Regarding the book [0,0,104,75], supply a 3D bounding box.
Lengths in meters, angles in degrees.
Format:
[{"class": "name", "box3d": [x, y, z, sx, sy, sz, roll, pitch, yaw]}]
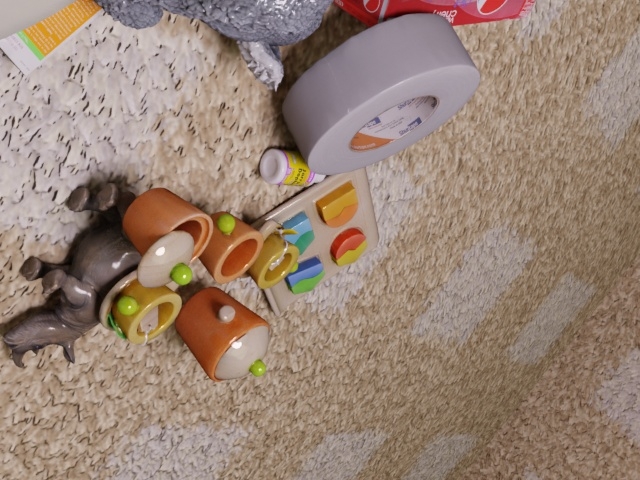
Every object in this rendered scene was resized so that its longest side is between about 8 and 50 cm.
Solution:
[{"class": "book", "box3d": [-0.220, -0.219, 0.610, 0.144, 0.035, 0.096, -43, 143, -10]}]

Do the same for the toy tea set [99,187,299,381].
[{"class": "toy tea set", "box3d": [-0.112, 0.064, 0.815, 0.200, 0.124, 0.336, -52, 158, 5]}]

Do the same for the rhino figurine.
[{"class": "rhino figurine", "box3d": [-0.254, 0.047, 0.793, 0.243, 0.073, 0.106, -53, 142, 9]}]

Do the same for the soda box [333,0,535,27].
[{"class": "soda box", "box3d": [0.144, -0.303, 0.858, 0.263, 0.092, 0.083, -16, 137, -36]}]

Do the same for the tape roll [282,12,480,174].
[{"class": "tape roll", "box3d": [0.069, -0.161, 0.851, 0.219, 0.072, 0.219, -25, 166, -6]}]

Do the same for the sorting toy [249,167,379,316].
[{"class": "sorting toy", "box3d": [0.000, 0.000, 1.044, 0.208, 0.038, 0.193, -37, 143, -16]}]

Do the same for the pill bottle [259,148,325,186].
[{"class": "pill bottle", "box3d": [-0.032, -0.089, 0.921, 0.083, 0.043, 0.043, -1, 124, -46]}]

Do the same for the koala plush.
[{"class": "koala plush", "box3d": [-0.052, -0.235, 0.655, 0.221, 0.203, 0.196, 29, 82, -78]}]

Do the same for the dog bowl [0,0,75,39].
[{"class": "dog bowl", "box3d": [-0.214, -0.222, 0.433, 0.265, 0.104, 0.265, -33, 179, 0]}]
